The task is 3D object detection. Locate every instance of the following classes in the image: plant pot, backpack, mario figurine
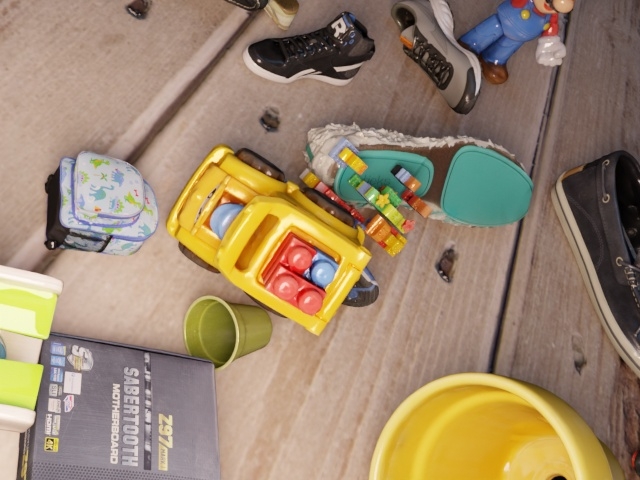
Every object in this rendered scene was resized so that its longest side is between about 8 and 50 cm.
[{"bbox_3d":[-0.097,0.101,0.968,0.079,0.083,0.083,-2,58,-54],"label":"plant pot"},{"bbox_3d":[-0.237,-0.038,0.955,0.114,0.084,0.105,14,52,-34],"label":"backpack"},{"bbox_3d":[0.387,-0.411,1.582,0.198,0.320,0.170,-22,72,-46],"label":"mario figurine"},{"bbox_3d":[0.222,0.281,0.962,0.239,0.254,0.254,17,46,-49],"label":"plant pot"}]

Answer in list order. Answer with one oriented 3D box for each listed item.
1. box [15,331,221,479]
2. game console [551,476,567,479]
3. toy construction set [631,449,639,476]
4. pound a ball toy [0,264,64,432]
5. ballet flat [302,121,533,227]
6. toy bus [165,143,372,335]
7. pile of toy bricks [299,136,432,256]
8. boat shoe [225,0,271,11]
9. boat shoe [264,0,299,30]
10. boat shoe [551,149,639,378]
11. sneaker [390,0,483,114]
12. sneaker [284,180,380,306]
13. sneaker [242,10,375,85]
[{"bbox_3d":[-0.187,0.210,0.811,0.183,0.059,0.232,16,48,-29],"label":"box"},{"bbox_3d":[0.281,0.275,1.172,0.122,0.071,0.107,22,16,-25],"label":"game console"},{"bbox_3d":[0.577,0.345,1.254,0.215,0.151,0.327,54,52,-20],"label":"toy construction set"},{"bbox_3d":[-0.393,0.106,0.690,0.319,0.136,0.208,14,69,-21],"label":"pound a ball toy"},{"bbox_3d":[0.149,-0.113,1.302,0.409,0.147,0.147,8,53,-35],"label":"ballet flat"},{"bbox_3d":[-0.056,0.007,0.954,0.220,0.149,0.211,32,8,-12],"label":"toy bus"},{"bbox_3d":[0.083,-0.045,1.142,0.212,0.118,0.105,39,5,-42],"label":"pile of toy bricks"},{"bbox_3d":[-0.228,-0.425,1.264,0.340,0.127,0.113,35,71,-22],"label":"boat shoe"},{"bbox_3d":[-0.092,-0.412,1.415,0.056,0.048,0.153,-27,69,-35],"label":"boat shoe"},{"bbox_3d":[0.560,0.062,1.465,0.187,0.156,0.500,6,55,-38],"label":"boat shoe"},{"bbox_3d":[0.206,-0.332,1.557,0.108,0.100,0.271,-6,57,-26],"label":"sneaker"},{"bbox_3d":[0.000,0.000,1.118,0.211,0.080,0.081,43,43,-2],"label":"sneaker"},{"bbox_3d":[-0.009,-0.307,1.330,0.217,0.121,0.079,-5,60,-41],"label":"sneaker"}]
